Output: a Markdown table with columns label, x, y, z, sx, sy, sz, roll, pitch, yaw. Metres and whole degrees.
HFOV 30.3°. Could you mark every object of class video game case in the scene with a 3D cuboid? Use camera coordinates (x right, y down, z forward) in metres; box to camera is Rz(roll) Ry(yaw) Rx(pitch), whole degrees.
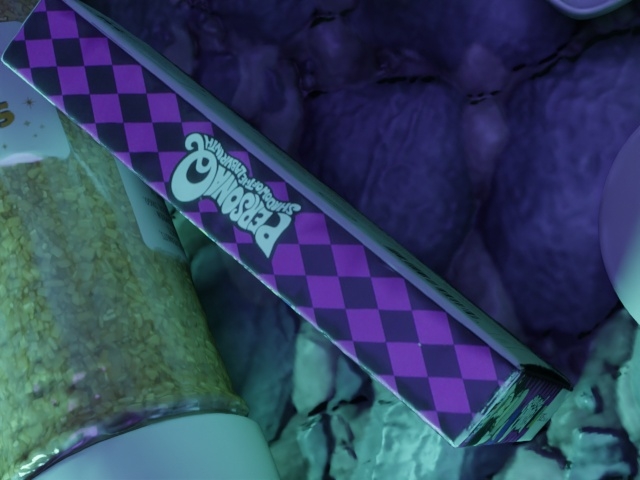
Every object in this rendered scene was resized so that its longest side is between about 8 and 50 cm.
| label | x | y | z | sx | sy | sz | roll | pitch | yaw |
| --- | --- | --- | --- | --- | --- | --- | --- | --- | --- |
| video game case | 0.000 | 0.000 | 0.511 | 0.232 | 0.210 | 0.042 | 39 | 94 | 18 |

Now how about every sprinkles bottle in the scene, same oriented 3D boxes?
| label | x | y | z | sx | sy | sz | roll | pitch | yaw |
| --- | --- | --- | --- | --- | --- | --- | --- | --- | --- |
| sprinkles bottle | -0.131 | -0.002 | 0.573 | 0.121 | 0.121 | 0.355 | -30 | 65 | 11 |

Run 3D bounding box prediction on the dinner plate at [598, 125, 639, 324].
| label | x | y | z | sx | sy | sz | roll | pitch | yaw |
| --- | --- | --- | --- | --- | --- | --- | --- | --- | --- |
| dinner plate | 0.202 | -0.009 | 0.552 | 0.141 | 0.017 | 0.141 | -3 | 80 | 16 |

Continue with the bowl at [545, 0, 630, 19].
| label | x | y | z | sx | sy | sz | roll | pitch | yaw |
| --- | --- | --- | --- | --- | --- | --- | --- | --- | --- |
| bowl | 0.142 | -0.186 | 0.576 | 0.142 | 0.053 | 0.142 | -35 | 75 | 10 |
